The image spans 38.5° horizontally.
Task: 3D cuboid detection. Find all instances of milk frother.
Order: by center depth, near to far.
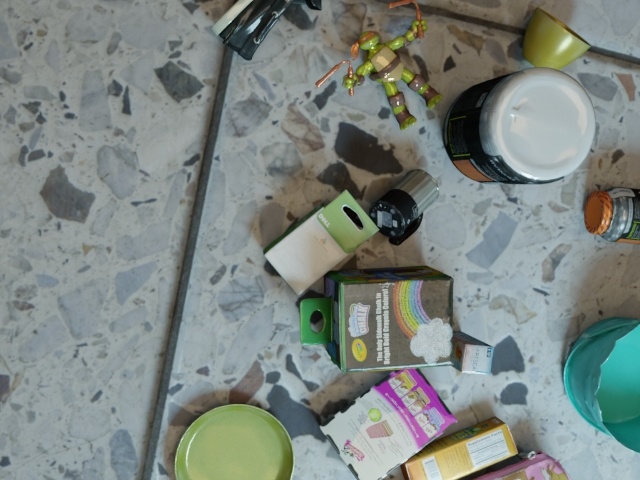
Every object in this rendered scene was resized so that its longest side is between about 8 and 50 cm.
[{"bbox_3d":[0.139,-0.076,1.842,0.143,0.129,0.134,35,49,17],"label":"milk frother"}]

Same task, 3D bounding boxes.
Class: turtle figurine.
[{"bbox_3d":[0.128,-0.329,1.821,0.269,0.087,0.217,-42,107,-13],"label":"turtle figurine"}]

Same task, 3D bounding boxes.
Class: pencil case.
[{"bbox_3d":[0.328,0.566,1.887,0.386,0.160,0.167,-20,58,-7],"label":"pencil case"}]

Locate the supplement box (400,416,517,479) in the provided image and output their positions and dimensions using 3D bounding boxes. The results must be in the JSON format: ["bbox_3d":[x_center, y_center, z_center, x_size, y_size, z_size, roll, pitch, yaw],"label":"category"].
[{"bbox_3d":[0.284,0.446,1.910,0.233,0.078,0.080,-18,94,-8],"label":"supplement box"}]

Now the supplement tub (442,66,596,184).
[{"bbox_3d":[0.358,-0.209,1.741,0.207,0.338,0.207,-1,94,-10],"label":"supplement tub"}]

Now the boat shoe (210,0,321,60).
[{"bbox_3d":[-0.048,-0.475,1.760,0.340,0.127,0.113,-40,101,-3],"label":"boat shoe"}]

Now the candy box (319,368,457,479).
[{"bbox_3d":[0.136,0.373,1.860,0.233,0.071,0.159,-35,79,-6],"label":"candy box"}]

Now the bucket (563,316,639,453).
[{"bbox_3d":[0.657,0.290,1.908,0.281,0.183,0.281,-1,94,-9],"label":"bucket"}]

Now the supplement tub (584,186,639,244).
[{"bbox_3d":[0.659,-0.050,1.917,0.190,0.117,0.117,6,93,-11],"label":"supplement tub"}]

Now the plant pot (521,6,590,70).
[{"bbox_3d":[0.465,-0.396,1.863,0.134,0.134,0.095,32,113,-10],"label":"plant pot"}]

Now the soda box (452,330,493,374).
[{"bbox_3d":[0.283,0.222,1.838,0.063,0.183,0.058,7,93,-11],"label":"soda box"}]

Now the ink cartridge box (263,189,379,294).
[{"bbox_3d":[0.000,0.000,1.822,0.209,0.062,0.109,-39,100,3],"label":"ink cartridge box"}]

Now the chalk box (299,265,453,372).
[{"bbox_3d":[0.099,0.152,1.807,0.288,0.179,0.180,-1,95,-9],"label":"chalk box"}]

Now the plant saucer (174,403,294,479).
[{"bbox_3d":[-0.173,0.444,1.851,0.240,0.037,0.241,-1,95,-10],"label":"plant saucer"}]
